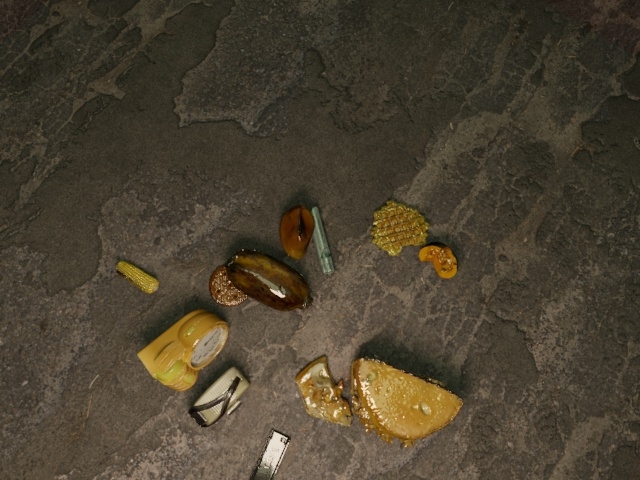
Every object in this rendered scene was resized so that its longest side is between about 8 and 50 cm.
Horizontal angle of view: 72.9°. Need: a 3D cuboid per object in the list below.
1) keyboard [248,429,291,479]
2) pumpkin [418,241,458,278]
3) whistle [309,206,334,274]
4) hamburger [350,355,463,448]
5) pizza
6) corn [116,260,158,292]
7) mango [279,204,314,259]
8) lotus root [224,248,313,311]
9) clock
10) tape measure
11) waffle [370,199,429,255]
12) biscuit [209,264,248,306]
[{"bbox_3d":[-0.202,0.881,1.722,0.094,0.025,0.230,25,75,4],"label":"keyboard"},{"bbox_3d":[0.540,0.076,1.946,0.183,0.119,0.107,44,40,2],"label":"pumpkin"},{"bbox_3d":[0.000,0.000,1.949,0.062,0.062,0.312,-13,77,-8],"label":"whistle"},{"bbox_3d":[0.290,0.642,1.697,0.445,0.268,0.287,24,73,-2],"label":"hamburger"},{"bbox_3d":[0.019,0.643,1.778,0.189,0.071,0.297,-25,79,-11],"label":"pizza"},{"bbox_3d":[-0.780,0.155,1.843,0.203,0.072,0.072,31,75,5],"label":"corn"},{"bbox_3d":[-0.105,-0.034,1.906,0.136,0.166,0.236,10,76,-45],"label":"mango"},{"bbox_3d":[-0.212,0.172,1.820,0.397,0.179,0.196,31,73,-4],"label":"lotus root"},{"bbox_3d":[-0.516,0.417,1.712,0.200,0.244,0.317,35,72,21],"label":"clock"},{"bbox_3d":[-0.394,0.622,1.668,0.271,0.231,0.133,-41,84,-13],"label":"tape measure"},{"bbox_3d":[0.362,-0.049,1.995,0.291,0.051,0.291,1,75,-6],"label":"waffle"},{"bbox_3d":[-0.391,0.195,1.884,0.188,0.027,0.187,1,75,-5],"label":"biscuit"}]
